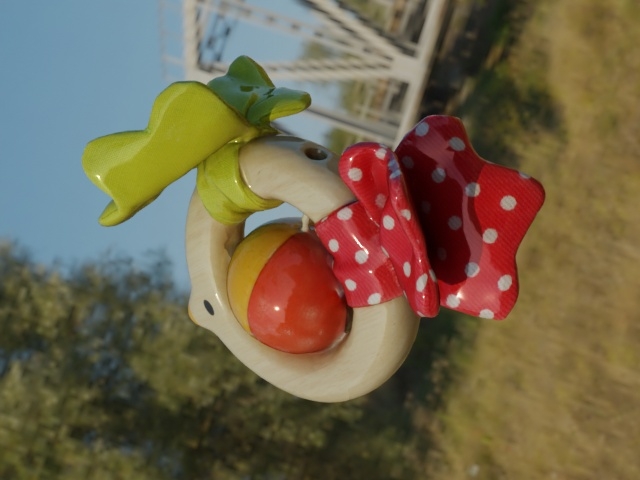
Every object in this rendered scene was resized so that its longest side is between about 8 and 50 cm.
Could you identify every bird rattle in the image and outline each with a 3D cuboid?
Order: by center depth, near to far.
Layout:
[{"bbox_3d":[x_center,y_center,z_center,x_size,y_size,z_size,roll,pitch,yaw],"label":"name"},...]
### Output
[{"bbox_3d":[0.000,0.000,0.877,0.143,0.253,0.207,-44,-31,-46],"label":"bird rattle"}]
